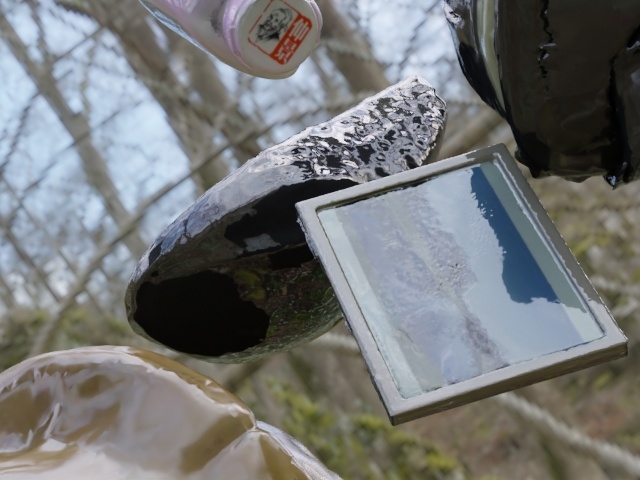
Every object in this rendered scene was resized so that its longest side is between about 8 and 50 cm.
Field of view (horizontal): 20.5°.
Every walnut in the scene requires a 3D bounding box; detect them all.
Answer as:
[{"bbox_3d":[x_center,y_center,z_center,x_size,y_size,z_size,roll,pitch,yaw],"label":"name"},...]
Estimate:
[{"bbox_3d":[-0.116,0.261,0.932,0.383,0.383,0.383,-31,-24,-16],"label":"walnut"}]

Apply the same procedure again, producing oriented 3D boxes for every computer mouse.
[{"bbox_3d":[0.000,0.000,1.005,0.269,0.086,0.137,-33,-17,-51],"label":"computer mouse"}]

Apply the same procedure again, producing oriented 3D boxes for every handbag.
[{"bbox_3d":[0.191,-0.131,0.866,0.254,0.181,0.181,-7,-71,-5],"label":"handbag"}]

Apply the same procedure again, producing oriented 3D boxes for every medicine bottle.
[{"bbox_3d":[-0.064,-0.172,1.297,0.115,0.219,0.078,29,-85,-25],"label":"medicine bottle"}]

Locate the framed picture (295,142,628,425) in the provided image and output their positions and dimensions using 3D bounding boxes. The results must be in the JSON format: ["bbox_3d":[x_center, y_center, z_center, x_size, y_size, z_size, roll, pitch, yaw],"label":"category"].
[{"bbox_3d":[0.060,0.016,0.803,0.109,0.149,0.011,-17,-48,-8],"label":"framed picture"}]
